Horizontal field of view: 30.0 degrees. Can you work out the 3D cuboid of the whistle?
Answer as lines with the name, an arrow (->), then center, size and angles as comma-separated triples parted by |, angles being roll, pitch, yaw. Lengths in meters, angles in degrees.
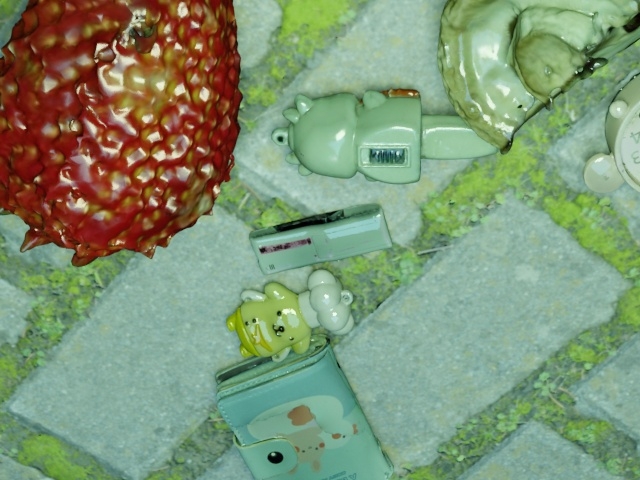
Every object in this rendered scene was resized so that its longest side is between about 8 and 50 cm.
whistle -> 0.071, -0.117, 1.319 | 0.253, 0.106, 0.102 | 1, 155, 7

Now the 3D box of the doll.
doll -> -0.034, 0.094, 1.480 | 0.162, 0.062, 0.106 | -22, 110, 14

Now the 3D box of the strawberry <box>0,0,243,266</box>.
strawberry -> -0.202, -0.150, 1.177 | 0.292, 0.292, 0.343 | 11, 138, -8

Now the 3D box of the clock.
clock -> 0.399, -0.125, 1.343 | 0.229, 0.063, 0.156 | -29, 117, 15

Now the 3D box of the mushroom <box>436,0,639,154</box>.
mushroom -> 0.234, -0.233, 1.201 | 0.164, 0.189, 0.267 | 49, 148, 4

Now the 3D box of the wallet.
wallet -> -0.024, 0.253, 1.587 | 0.176, 0.075, 0.250 | -21, 122, 7

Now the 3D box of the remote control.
remote control -> 0.000, 0.000, 1.439 | 0.166, 0.029, 0.065 | -13, 124, 8
